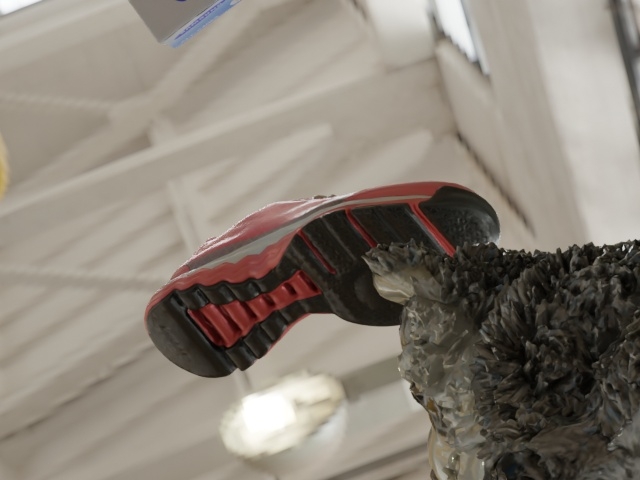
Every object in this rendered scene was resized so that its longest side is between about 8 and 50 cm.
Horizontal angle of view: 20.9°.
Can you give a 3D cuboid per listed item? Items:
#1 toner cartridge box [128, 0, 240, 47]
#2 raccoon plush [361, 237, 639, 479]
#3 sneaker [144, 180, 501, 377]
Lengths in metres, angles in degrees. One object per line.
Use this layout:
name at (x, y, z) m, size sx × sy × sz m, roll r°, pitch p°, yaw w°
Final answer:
toner cartridge box at (-0.166, -0.352, 1.476) m, size 0.165 × 0.348 × 0.075 m, roll -36°, pitch 179°, yaw 7°
raccoon plush at (0.231, 0.018, 1.060) m, size 0.446 × 0.216 × 0.299 m, roll -40°, pitch -141°, yaw 10°
sneaker at (-0.001, 0.000, 1.386) m, size 0.314 × 0.116 × 0.136 m, roll -18°, pitch -148°, yaw 28°
